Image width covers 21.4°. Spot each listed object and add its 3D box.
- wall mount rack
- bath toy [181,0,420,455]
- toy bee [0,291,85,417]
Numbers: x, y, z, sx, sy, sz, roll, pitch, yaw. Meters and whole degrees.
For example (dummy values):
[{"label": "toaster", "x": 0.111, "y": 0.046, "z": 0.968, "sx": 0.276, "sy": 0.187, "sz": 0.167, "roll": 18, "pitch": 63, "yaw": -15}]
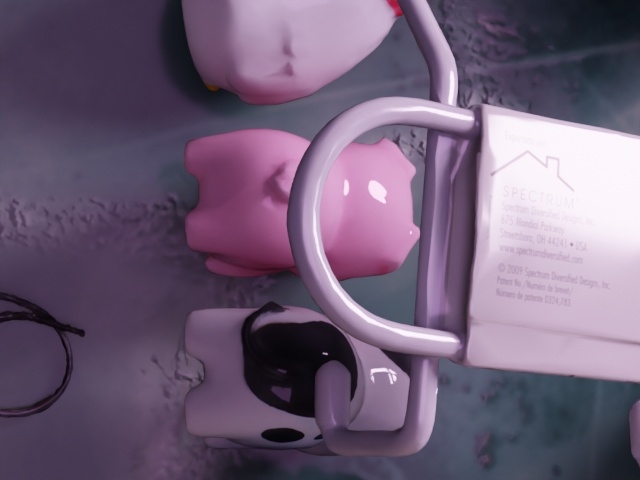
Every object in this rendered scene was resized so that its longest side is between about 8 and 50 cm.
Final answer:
[{"label": "wall mount rack", "x": 0.118, "y": -0.037, "z": 0.843, "sx": 0.350, "sy": 0.130, "sz": 0.304, "roll": 9, "pitch": 81, "yaw": -29}, {"label": "bath toy", "x": 0.000, "y": 0.000, "z": 0.902, "sx": 0.129, "sy": 0.151, "sz": 0.348, "roll": -4, "pitch": 81, "yaw": 9}, {"label": "toy bee", "x": -0.236, "y": -0.042, "z": 0.849, "sx": 0.298, "sy": 0.162, "sz": 0.195, "roll": 25, "pitch": 83, "yaw": -8}]
